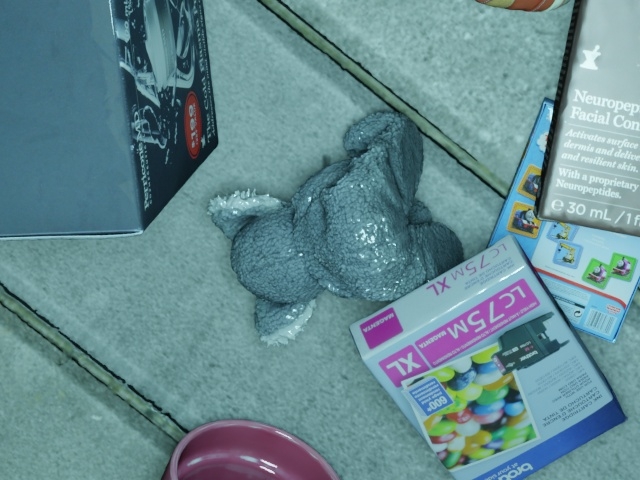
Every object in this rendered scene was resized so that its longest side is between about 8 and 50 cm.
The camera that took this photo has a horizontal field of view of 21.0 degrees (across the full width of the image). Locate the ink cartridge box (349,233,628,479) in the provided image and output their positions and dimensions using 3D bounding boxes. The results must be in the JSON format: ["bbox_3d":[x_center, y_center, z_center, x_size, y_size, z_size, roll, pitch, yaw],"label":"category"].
[{"bbox_3d":[0.183,0.149,1.733,0.185,0.065,0.311,-31,130,8],"label":"ink cartridge box"}]

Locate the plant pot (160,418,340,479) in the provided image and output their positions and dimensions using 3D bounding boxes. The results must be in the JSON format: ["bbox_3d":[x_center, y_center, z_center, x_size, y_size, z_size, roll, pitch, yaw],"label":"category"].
[{"bbox_3d":[-0.092,0.323,1.841,0.201,0.201,0.180,25,122,1],"label":"plant pot"}]

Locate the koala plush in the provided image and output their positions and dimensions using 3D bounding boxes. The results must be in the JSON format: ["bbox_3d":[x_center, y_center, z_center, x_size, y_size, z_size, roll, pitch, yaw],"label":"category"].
[{"bbox_3d":[0.000,0.000,1.749,0.221,0.203,0.196,-16,101,24],"label":"koala plush"}]

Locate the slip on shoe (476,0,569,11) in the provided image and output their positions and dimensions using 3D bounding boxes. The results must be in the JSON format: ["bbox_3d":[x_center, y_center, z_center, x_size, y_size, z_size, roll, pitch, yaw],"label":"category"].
[{"bbox_3d":[0.173,-0.376,1.627,0.101,0.123,0.331,-13,106,-23],"label":"slip on shoe"}]

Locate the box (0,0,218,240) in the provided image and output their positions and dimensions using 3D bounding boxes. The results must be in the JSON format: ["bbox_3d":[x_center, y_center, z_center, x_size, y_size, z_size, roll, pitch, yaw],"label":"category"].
[{"bbox_3d":[-0.230,-0.206,1.639,0.178,0.312,0.343,-2,108,12],"label":"box"}]

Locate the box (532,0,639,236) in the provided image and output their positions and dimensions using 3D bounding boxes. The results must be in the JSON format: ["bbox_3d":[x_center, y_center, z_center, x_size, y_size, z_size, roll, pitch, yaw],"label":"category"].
[{"bbox_3d":[0.333,-0.190,1.644,0.191,0.143,0.382,11,97,4],"label":"box"}]

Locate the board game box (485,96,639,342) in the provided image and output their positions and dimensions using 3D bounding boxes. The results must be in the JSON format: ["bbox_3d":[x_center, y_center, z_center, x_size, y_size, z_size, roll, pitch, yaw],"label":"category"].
[{"bbox_3d":[0.267,-0.020,1.771,0.160,0.039,0.212,21,107,2],"label":"board game box"}]
